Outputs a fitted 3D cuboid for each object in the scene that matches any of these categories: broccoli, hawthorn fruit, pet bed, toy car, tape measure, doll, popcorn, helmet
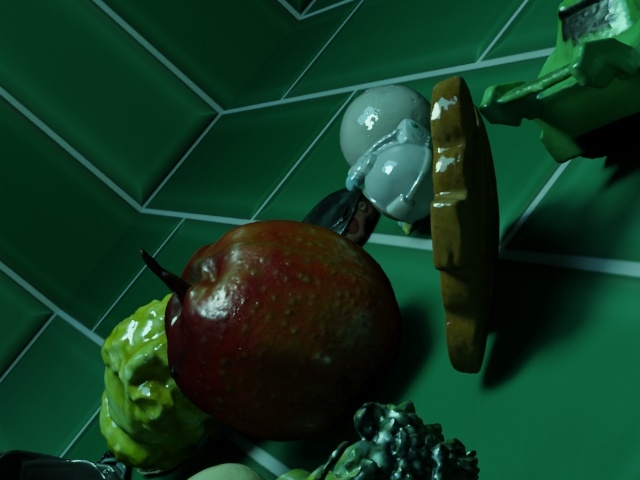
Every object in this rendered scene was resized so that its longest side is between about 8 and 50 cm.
[{"bbox_3d":[0.013,0.252,1.055,0.275,0.177,0.198,-31,19,50],"label":"broccoli"},{"bbox_3d":[-0.066,0.080,1.425,0.254,0.300,0.254,-46,21,23],"label":"hawthorn fruit"},{"bbox_3d":[0.000,0.000,1.874,0.201,0.053,0.201,-42,18,17],"label":"pet bed"},{"bbox_3d":[0.327,-0.215,1.304,0.213,0.176,0.359,-21,31,56],"label":"toy car"},{"bbox_3d":[-0.322,0.355,1.897,0.091,0.054,0.094,-44,10,19],"label":"tape measure"},{"bbox_3d":[0.104,-0.110,1.714,0.151,0.151,0.287,-44,21,15],"label":"doll"},{"bbox_3d":[-0.165,0.175,1.655,0.225,0.174,0.286,-13,-32,-23],"label":"popcorn"},{"bbox_3d":[-0.361,0.395,1.648,0.305,0.224,0.177,-116,40,-74],"label":"helmet"}]

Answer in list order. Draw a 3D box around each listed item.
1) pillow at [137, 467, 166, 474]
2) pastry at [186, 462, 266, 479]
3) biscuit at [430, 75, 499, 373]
[{"bbox_3d":[-0.191,0.245,1.849,0.135,0.034,0.211,-17,36,54],"label":"pillow"},{"bbox_3d":[-0.119,0.300,1.375,0.156,0.092,0.156,-33,-11,-7],"label":"pastry"},{"bbox_3d":[0.155,-0.024,1.299,0.043,0.284,0.306,-4,7,14],"label":"biscuit"}]
